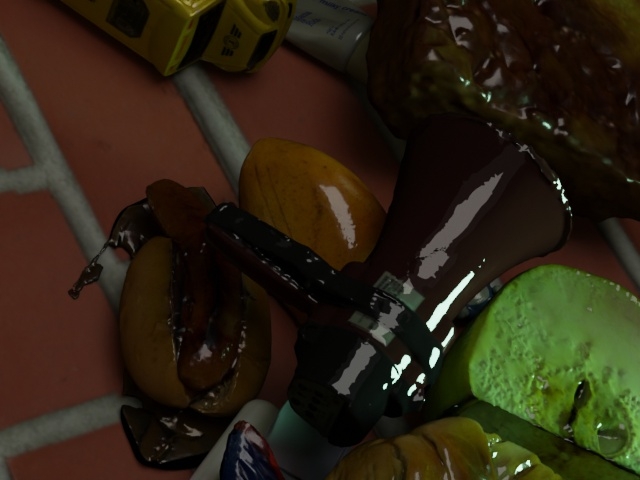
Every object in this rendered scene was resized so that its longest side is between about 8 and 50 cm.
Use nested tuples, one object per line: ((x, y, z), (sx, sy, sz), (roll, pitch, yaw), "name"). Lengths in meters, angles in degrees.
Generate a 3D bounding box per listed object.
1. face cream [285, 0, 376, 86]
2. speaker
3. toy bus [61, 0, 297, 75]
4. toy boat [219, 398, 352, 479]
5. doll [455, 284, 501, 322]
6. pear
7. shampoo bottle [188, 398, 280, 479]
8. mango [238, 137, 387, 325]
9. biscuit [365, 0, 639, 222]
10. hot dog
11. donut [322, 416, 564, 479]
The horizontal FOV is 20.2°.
((-0.003, -0.266, 2.164), (0.224, 0.070, 0.114), (36, 49, 14), "face cream")
((0.057, 0.012, 1.737), (0.329, 0.198, 0.259), (-44, 102, -33), "speaker")
((-0.196, -0.301, 2.038), (0.330, 0.144, 0.152), (34, 49, 3), "toy bus")
((-0.018, 0.213, 1.731), (0.219, 0.072, 0.318), (50, 47, -43), "toy boat")
((0.162, 0.054, 2.015), (0.076, 0.050, 0.083), (-14, 64, -12), "doll")
((0.244, 0.159, 1.902), (0.286, 0.176, 0.282), (26, 48, -12), "pear")
((-0.093, 0.257, 1.724), (0.051, 0.108, 0.221), (3, 39, 34), "shampoo bottle")
((0.000, 0.000, 1.919), (0.126, 0.154, 0.252), (-29, 86, -45), "mango")
((0.238, -0.215, 2.118), (0.395, 0.166, 0.342), (29, 47, -24), "biscuit")
((-0.140, 0.060, 1.830), (0.194, 0.107, 0.326), (-6, 59, -28), "hot dog")
((0.117, 0.341, 1.656), (0.360, 0.170, 0.360), (12, 70, -38), "donut")
